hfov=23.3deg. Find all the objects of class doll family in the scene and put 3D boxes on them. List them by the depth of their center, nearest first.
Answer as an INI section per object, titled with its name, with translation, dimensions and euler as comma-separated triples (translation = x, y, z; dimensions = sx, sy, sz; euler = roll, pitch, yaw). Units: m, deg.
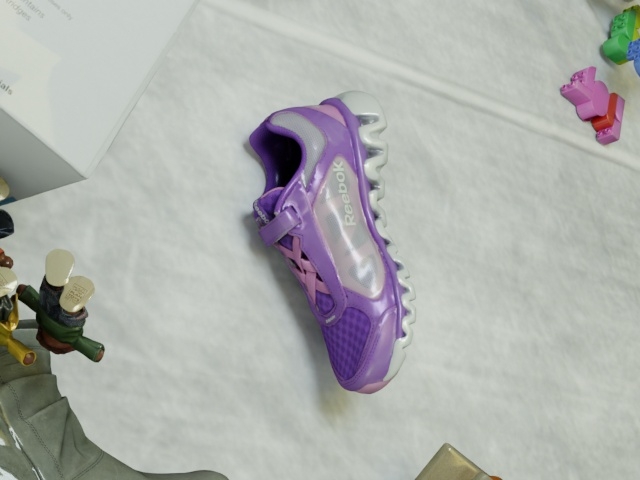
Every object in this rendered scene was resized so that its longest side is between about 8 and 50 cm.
[doll family]
translation = -0.211, 0.012, 0.916
dimensions = 0.076, 0.111, 0.193
euler = -37, 79, -24

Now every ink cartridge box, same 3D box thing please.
[ink cartridge box]
translation = -0.189, -0.186, 0.940
dimensions = 0.197, 0.198, 0.270
euler = 40, 63, -24

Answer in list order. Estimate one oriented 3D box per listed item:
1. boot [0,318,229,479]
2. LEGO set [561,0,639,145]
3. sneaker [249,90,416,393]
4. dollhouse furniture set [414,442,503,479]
[boot]
translation = -0.163, 0.123, 0.983
dimensions = 0.246, 0.083, 0.161
euler = -2, 73, -43
[LEGO set]
translation = 0.288, -0.219, 1.474
dimensions = 0.093, 0.087, 0.227
euler = 32, 57, -31
[sneaker]
translation = 0.000, 0.000, 1.159
dimensions = 0.104, 0.095, 0.236
euler = 1, 72, -34
[dollhouse furniture set]
translation = 0.122, 0.309, 1.079
dimensions = 0.135, 0.262, 0.259
euler = 39, 89, -29
